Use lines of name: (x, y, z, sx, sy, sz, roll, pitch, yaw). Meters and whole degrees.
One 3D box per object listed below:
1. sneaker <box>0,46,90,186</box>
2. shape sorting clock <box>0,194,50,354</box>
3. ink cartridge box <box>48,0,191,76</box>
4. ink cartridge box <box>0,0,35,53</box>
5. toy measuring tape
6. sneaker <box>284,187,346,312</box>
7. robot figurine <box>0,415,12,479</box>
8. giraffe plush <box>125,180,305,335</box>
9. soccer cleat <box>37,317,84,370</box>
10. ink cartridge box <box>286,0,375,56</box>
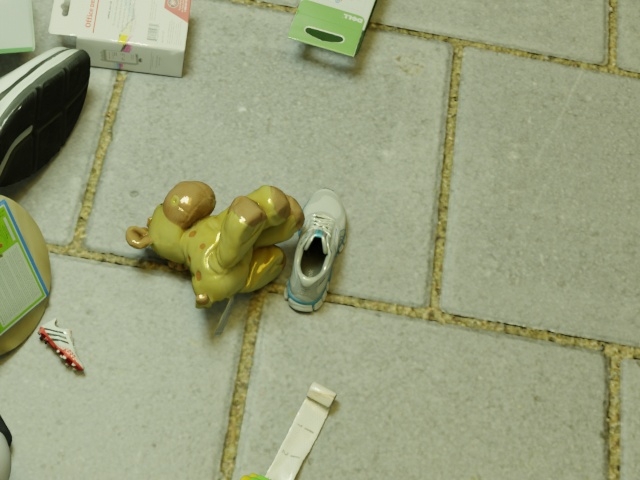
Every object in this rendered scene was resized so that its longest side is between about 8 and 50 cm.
sneaker: (-0.512, -0.166, 1.661, 0.257, 0.169, 0.447, 28, 46, 11)
shape sorting clock: (-0.421, 0.043, 1.578, 0.040, 0.206, 0.206, -3, 51, 33)
ink cartridge box: (-0.296, -0.317, 1.871, 0.198, 0.067, 0.115, 7, 58, -7)
ink cartridge box: (-0.487, -0.325, 1.770, 0.154, 0.093, 0.212, -7, 25, -15)
toy measuring tape: (-0.059, 0.292, 1.518, 0.121, 0.121, 0.330, 27, 59, 7)
sneaker: (0.000, 0.000, 1.722, 0.071, 0.083, 0.190, 11, 57, -1)
robot figurine: (-0.479, 0.217, 1.461, 0.209, 0.173, 0.278, -32, 69, -22)
giraffe plush: (-0.151, -0.007, 1.676, 0.170, 0.181, 0.210, 34, 94, 23)
soccer cleat: (-0.326, 0.133, 1.619, 0.083, 0.029, 0.035, 40, 65, 20)
ink cartridge box: (0.024, -0.356, 1.950, 0.109, 0.062, 0.209, 18, 58, 1)
